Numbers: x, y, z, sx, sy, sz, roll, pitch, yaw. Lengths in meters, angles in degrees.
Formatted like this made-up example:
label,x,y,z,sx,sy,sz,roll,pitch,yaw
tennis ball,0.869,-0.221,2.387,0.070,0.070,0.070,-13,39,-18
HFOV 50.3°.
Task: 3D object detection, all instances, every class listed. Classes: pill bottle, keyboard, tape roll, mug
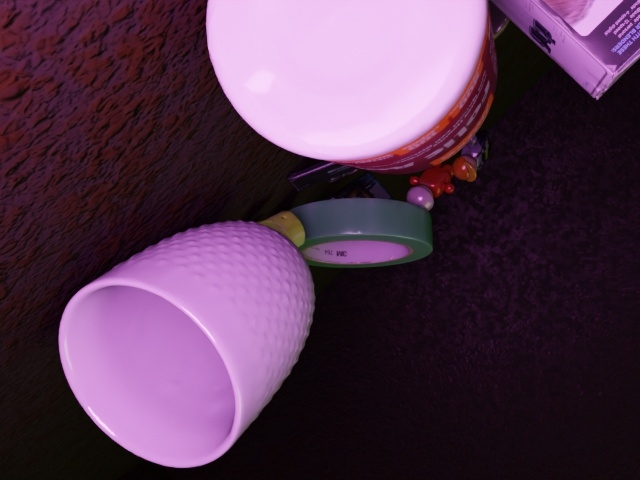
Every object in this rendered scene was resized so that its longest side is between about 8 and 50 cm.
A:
label,x,y,z,sx,sy,sz,roll,pitch,yaw
pill bottle,0.064,-0.181,0.695,0.224,0.224,0.392,-45,171,14
keyboard,0.033,-0.136,1.254,0.180,0.023,0.108,-20,167,7
tape roll,0.074,-0.009,1.444,0.322,0.077,0.321,-1,167,0
mug,-0.196,0.122,1.009,0.374,0.276,0.328,-13,-164,29

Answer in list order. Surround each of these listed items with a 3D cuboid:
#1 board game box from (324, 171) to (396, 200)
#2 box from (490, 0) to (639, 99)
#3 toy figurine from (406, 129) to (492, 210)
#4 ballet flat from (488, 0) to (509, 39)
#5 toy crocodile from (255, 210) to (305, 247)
label,x,y,z,sx,sy,sz,roll,pitch,yaw
board game box,0.105,-0.087,1.683,0.186,0.126,0.026,-35,168,-43
box,0.191,-0.268,0.632,0.087,0.290,0.169,-45,170,15
toy figurine,0.216,-0.182,1.379,0.148,0.213,0.210,-48,-170,-37
ballet flat,0.240,-0.337,1.209,0.058,0.084,0.250,-10,153,-51
toy crocodile,-0.157,0.064,1.291,0.340,0.105,0.115,-46,171,25
